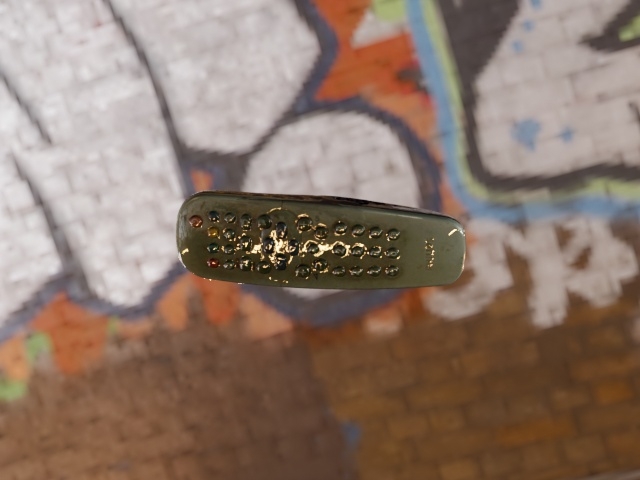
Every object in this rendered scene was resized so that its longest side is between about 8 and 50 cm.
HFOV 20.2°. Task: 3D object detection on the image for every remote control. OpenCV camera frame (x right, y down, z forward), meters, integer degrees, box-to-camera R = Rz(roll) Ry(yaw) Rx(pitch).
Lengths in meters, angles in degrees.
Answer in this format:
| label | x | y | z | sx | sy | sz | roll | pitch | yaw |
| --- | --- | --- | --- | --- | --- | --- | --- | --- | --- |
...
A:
| label | x | y | z | sx | sy | sz | roll | pitch | yaw |
| --- | --- | --- | --- | --- | --- | --- | --- | --- | --- |
| remote control | 0.000 | 0.000 | 1.367 | 0.222 | 0.072 | 0.042 | 4 | -159 | 5 |
